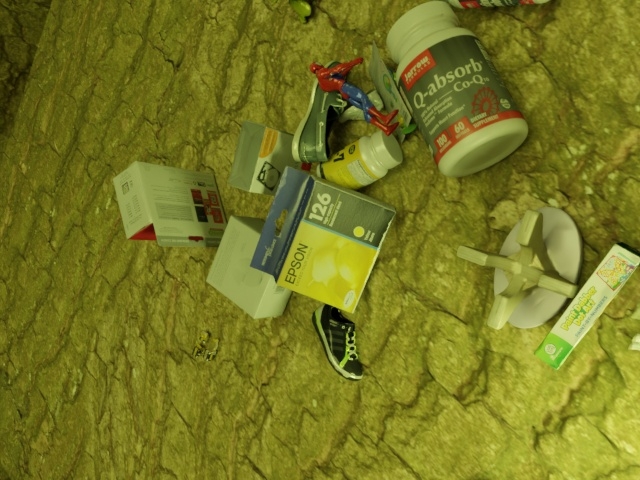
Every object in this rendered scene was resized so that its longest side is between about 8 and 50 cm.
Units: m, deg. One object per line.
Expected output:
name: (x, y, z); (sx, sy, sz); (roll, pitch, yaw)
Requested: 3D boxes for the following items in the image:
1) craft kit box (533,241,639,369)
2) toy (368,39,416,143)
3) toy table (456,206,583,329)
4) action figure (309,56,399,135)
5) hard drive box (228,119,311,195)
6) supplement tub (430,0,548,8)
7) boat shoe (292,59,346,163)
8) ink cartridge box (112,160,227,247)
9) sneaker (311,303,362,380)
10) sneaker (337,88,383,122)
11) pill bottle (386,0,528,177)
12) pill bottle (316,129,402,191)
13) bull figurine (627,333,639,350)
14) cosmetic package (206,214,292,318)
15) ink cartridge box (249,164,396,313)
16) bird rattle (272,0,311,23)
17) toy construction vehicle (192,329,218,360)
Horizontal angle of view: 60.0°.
craft kit box: (0.524, 0.118, 1.072); (0.061, 0.250, 0.246); (34, 106, 26)
toy: (0.192, -0.383, 1.424); (0.056, 0.137, 0.237); (-16, 73, -7)
toy table: (0.437, 0.058, 1.183); (0.252, 0.161, 0.274); (9, 93, 39)
action figure: (0.100, -0.396, 1.400); (0.280, 0.091, 0.139); (37, 79, 18)
hard drive box: (-0.130, -0.220, 1.553); (0.089, 0.232, 0.181); (21, 101, 33)
supplement tub: (0.384, -0.622, 1.234); (0.272, 0.191, 0.191); (12, 95, 35)
boat shoe: (0.024, -0.344, 1.493); (0.099, 0.116, 0.319); (12, 69, 25)
ink cartridge box: (-0.451, -0.081, 1.724); (0.130, 0.309, 0.272); (-27, 73, 31)
sneaker: (0.057, 0.262, 1.493); (0.097, 0.084, 0.234); (-41, 66, 25)
sneaker: (0.106, -0.348, 1.501); (0.152, 0.053, 0.061); (-24, 112, 46)
pill bottle: (0.299, -0.346, 1.271); (0.210, 0.210, 0.363); (-33, 70, 30)
pill bottle: (0.103, -0.201, 1.458); (0.208, 0.119, 0.119); (-26, 74, 31)
bull figurine: (0.701, 0.204, 1.035); (0.188, 0.101, 0.310); (38, 109, 32)
cosmetic package: (-0.188, 0.075, 1.639); (0.225, 0.138, 0.224); (32, 106, 30)
ink cartridge box: (0.000, 0.000, 1.453); (0.307, 0.072, 0.303); (20, 106, -5)
bird rattle: (-0.059, -0.776, 1.622); (0.207, 0.143, 0.253); (-24, 61, 20)
toy construction vehicle: (-0.376, 0.352, 1.827); (0.086, 0.035, 0.098); (28, 101, 44)
